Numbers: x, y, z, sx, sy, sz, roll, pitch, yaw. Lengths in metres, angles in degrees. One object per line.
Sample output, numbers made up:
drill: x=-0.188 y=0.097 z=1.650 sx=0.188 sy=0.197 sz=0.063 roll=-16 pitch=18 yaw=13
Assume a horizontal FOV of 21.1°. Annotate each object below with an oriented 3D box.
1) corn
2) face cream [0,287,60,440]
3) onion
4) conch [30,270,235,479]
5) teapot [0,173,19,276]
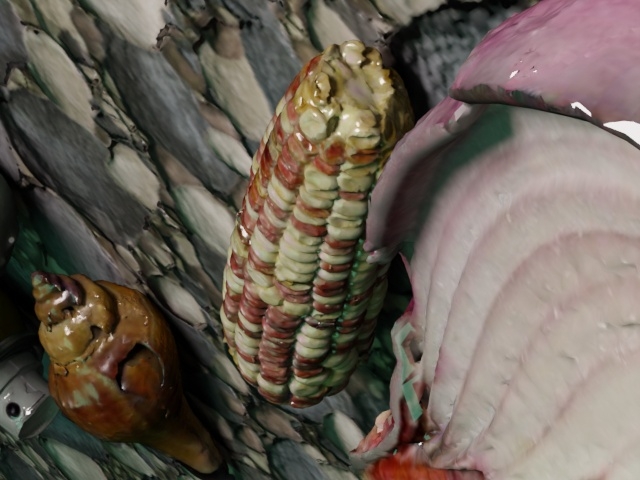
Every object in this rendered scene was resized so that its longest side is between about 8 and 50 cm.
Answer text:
corn: x=0.000 y=0.000 z=0.752 sx=0.079 sy=0.079 sz=0.237 roll=38 pitch=152 yaw=12
face cream: x=-0.325 y=0.023 z=1.226 sx=0.348 sy=0.105 sz=0.105 roll=36 pitch=154 yaw=15
onion: x=0.132 y=0.037 z=0.522 sx=0.267 sy=0.159 sz=0.348 roll=60 pitch=160 yaw=-8
conch: x=-0.122 y=0.094 z=1.066 sx=0.086 sy=0.080 sz=0.233 roll=38 pitch=156 yaw=30
teapot: x=-0.292 y=-0.058 z=0.996 sx=0.183 sy=0.183 sz=0.251 roll=12 pitch=130 yaw=49
